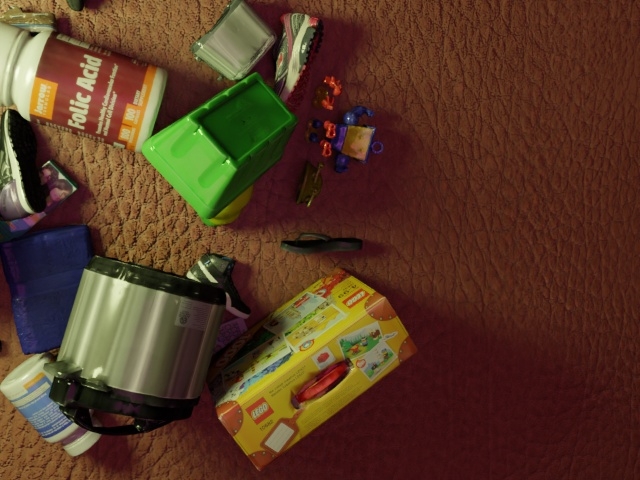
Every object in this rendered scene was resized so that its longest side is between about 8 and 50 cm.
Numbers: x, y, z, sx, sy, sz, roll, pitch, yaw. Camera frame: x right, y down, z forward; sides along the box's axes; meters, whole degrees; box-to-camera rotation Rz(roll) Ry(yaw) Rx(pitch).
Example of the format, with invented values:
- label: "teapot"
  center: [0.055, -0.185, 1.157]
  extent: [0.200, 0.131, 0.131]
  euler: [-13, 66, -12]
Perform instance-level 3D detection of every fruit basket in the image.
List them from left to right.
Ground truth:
- label: "fruit basket"
  center: [-0.263, -0.205, 1.670]
  extent: [0.392, 0.392, 0.283]
  euler: [-42, 96, -3]

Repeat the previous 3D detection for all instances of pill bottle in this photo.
- label: "pill bottle"
  center: [-0.710, 0.444, 1.740]
  extent: [0.152, 0.152, 0.272]
  euler: [-33, 108, -6]
- label: "pill bottle"
  center: [-0.589, -0.369, 1.563]
  extent: [0.392, 0.224, 0.224]
  euler: [15, 97, -18]

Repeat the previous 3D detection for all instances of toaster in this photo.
- label: "toaster"
  center: [-0.217, -0.524, 1.683]
  extent: [0.146, 0.129, 0.227]
  euler: [42, 87, -23]

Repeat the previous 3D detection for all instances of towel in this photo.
- label: "towel"
  center: [-0.694, 0.123, 1.689]
  extent: [0.228, 0.076, 0.308]
  euler: [-15, 104, -37]

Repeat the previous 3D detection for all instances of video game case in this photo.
- label: "video game case"
  center: [-0.279, 0.312, 1.896]
  extent: [0.157, 0.019, 0.143]
  euler: [-21, 106, -11]

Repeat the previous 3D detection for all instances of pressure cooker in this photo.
- label: "pressure cooker"
  center: [-0.454, 0.272, 1.602]
  extent: [0.370, 0.375, 0.420]
  euler: [15, 84, -7]

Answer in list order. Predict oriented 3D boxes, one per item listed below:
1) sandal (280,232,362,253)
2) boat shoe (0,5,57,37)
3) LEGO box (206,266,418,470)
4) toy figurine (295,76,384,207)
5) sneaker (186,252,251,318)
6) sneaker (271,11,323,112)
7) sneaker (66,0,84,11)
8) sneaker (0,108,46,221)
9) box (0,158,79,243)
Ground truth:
- label: "sandal"
  center: [0.000, 0.000, 1.872]
  extent: [0.255, 0.097, 0.054]
  euler: [-4, 104, -25]
- label: "boat shoe"
  center: [-0.738, -0.532, 1.579]
  extent: [0.183, 0.066, 0.066]
  euler: [2, 83, -12]
- label: "LEGO box"
  center: [-0.048, 0.323, 1.763]
  extent: [0.500, 0.372, 0.193]
  euler: [-35, 108, -9]
- label: "toy figurine"
  center: [0.079, -0.249, 1.794]
  extent: [0.217, 0.191, 0.362]
  euler: [10, 100, -22]
- label: "sneaker"
  center: [-0.257, 0.120, 1.830]
  extent: [0.217, 0.079, 0.121]
  euler: [39, 91, -17]
- label: "sneaker"
  center: [-0.087, -0.461, 1.748]
  extent: [0.112, 0.121, 0.299]
  euler: [21, 97, 11]
- label: "sneaker"
  center: [-0.559, -0.699, 1.568]
  extent: [0.130, 0.109, 0.286]
  euler: [7, 102, -22]
- label: "sneaker"
  center: [-0.771, -0.185, 1.585]
  extent: [0.124, 0.107, 0.283]
  euler: [-17, 75, 9]
- label: "box"
  center: [-0.751, -0.092, 1.664]
  extent: [0.244, 0.060, 0.100]
  euler: [-42, 109, -3]
